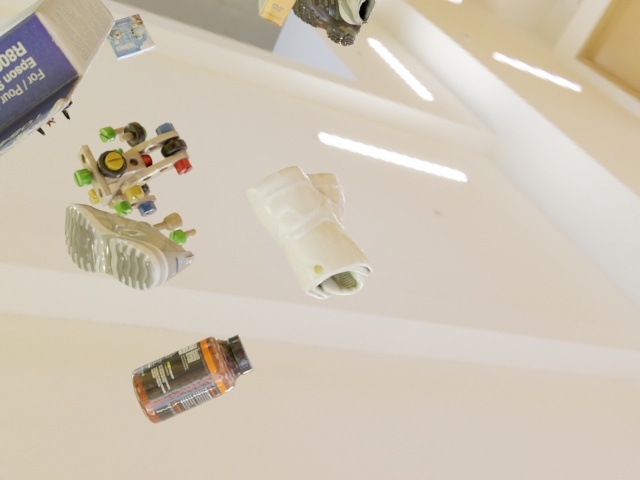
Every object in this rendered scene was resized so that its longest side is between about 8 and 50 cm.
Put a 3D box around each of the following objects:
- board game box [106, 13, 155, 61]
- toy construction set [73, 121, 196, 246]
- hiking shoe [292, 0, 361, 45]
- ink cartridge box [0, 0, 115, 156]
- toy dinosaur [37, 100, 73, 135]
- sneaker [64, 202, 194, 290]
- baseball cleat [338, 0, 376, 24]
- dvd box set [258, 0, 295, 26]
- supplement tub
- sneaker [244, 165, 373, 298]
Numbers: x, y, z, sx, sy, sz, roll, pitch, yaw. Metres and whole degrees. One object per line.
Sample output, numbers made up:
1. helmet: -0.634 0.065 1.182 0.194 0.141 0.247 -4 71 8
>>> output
1. board game box: -0.425 -0.449 1.653 0.090 0.020 0.090 -25 -101 -20
2. toy construction set: -0.419 -0.093 1.604 0.257 0.309 0.237 -3 -165 43
3. hiking shoe: 0.014 -0.608 1.941 0.227 0.114 0.086 36 162 -12
4. ink cartridge box: -0.335 -0.094 0.642 0.071 0.324 0.330 53 -173 -24
5. toy dinosaur: -0.724 -0.388 1.858 0.218 0.164 0.322 47 -173 21
6. sneaker: -0.334 0.010 1.274 0.281 0.105 0.115 27 -155 33
7. baseball cleat: 0.068 -0.521 1.442 0.072 0.206 0.109 -25 -150 -19
8. dvd box set: -0.017 -0.710 1.647 0.062 0.420 0.308 23 -152 -20
9. supplement tub: -0.219 0.235 1.304 0.198 0.106 0.106 -23 -139 -5
10. sneaker: 0.000 0.000 0.995 0.169 0.108 0.292 60 -167 5
